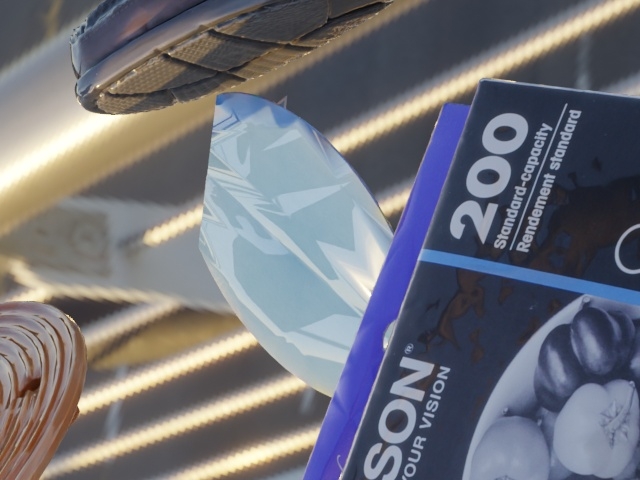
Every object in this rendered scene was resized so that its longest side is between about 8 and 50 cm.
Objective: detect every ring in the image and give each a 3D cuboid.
[{"bbox_3d":[-0.247,0.152,0.968,0.336,0.032,0.336,-31,22,14],"label":"ring"}]

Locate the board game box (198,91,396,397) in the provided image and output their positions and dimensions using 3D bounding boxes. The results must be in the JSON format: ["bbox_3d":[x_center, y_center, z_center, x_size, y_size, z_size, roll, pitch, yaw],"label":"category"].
[{"bbox_3d":[0.000,0.000,0.959,0.133,0.033,0.168,41,145,25],"label":"board game box"}]

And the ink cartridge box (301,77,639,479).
[{"bbox_3d":[0.070,0.043,0.720,0.208,0.045,0.206,11,78,49],"label":"ink cartridge box"}]

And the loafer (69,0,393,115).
[{"bbox_3d":[0.002,-0.156,0.931,0.302,0.109,0.095,-26,76,25],"label":"loafer"}]
